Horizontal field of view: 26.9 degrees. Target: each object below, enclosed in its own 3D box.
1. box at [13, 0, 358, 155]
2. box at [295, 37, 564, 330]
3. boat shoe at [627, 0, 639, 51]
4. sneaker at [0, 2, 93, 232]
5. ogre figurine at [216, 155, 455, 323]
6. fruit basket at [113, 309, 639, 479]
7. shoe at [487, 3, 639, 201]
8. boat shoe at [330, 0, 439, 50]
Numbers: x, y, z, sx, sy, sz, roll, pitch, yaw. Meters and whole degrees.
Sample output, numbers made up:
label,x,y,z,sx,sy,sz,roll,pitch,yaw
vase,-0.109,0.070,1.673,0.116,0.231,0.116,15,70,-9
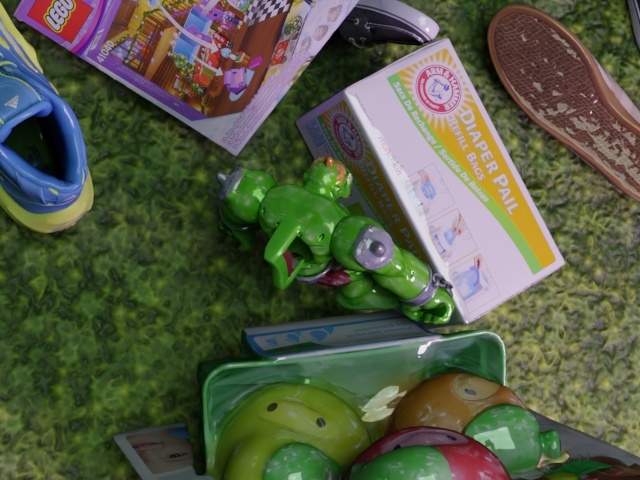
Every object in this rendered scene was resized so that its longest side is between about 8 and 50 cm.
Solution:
label,x,y,z,sx,sy,sz,roll,pitch,yaw
box,-0.064,-0.219,0.949,0.201,0.293,0.057,32,36,-14
box,0.084,-0.040,1.061,0.103,0.114,0.203,-29,92,-22
boat shoe,0.318,-0.218,1.189,0.065,0.083,0.183,-24,92,-22
sneaker,-0.230,-0.119,0.946,0.091,0.126,0.240,-37,97,-21
ogre figurine,0.000,0.000,0.975,0.097,0.118,0.197,-43,65,-5
fruit basket,0.057,0.148,0.894,0.327,0.353,0.165,-6,95,-20
shoe,0.225,-0.117,1.161,0.076,0.058,0.219,-42,95,11
boat shoe,0.030,-0.171,1.061,0.049,0.142,0.040,33,80,-54
